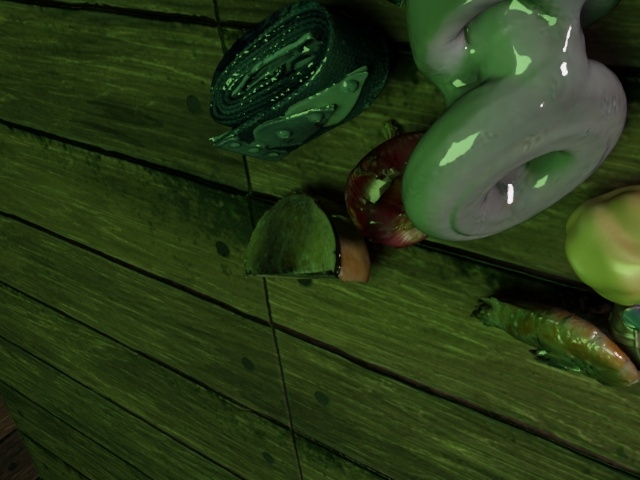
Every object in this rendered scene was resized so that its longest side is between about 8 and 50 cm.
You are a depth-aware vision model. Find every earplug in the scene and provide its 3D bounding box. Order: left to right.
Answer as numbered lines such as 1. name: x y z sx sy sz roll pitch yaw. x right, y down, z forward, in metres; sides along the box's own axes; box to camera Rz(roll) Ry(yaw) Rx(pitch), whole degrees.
1. earplug: 0.159 -0.139 0.624 0.175 0.214 0.325 46 146 52

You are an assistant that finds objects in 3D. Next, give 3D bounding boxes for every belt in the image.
1. belt: -0.018 -0.177 0.811 0.218 0.128 0.122 -20 67 47

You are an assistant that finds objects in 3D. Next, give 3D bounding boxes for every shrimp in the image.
1. shrimp: 0.252 0.109 0.800 0.126 0.047 0.223 43 169 -27

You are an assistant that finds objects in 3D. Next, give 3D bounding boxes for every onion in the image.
1. onion: 0.088 -0.076 0.800 0.150 0.150 0.140 109 144 -46

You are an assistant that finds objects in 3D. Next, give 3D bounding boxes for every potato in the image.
1. potato: 0.001 0.000 0.969 0.261 0.100 0.120 -2 80 59

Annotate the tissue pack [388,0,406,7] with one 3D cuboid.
1. tissue pack: 0.035 -0.304 0.680 0.170 0.090 0.103 34 138 17

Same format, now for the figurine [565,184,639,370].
1. figurine: 0.303 0.042 0.687 0.108 0.114 0.196 -10 122 36
